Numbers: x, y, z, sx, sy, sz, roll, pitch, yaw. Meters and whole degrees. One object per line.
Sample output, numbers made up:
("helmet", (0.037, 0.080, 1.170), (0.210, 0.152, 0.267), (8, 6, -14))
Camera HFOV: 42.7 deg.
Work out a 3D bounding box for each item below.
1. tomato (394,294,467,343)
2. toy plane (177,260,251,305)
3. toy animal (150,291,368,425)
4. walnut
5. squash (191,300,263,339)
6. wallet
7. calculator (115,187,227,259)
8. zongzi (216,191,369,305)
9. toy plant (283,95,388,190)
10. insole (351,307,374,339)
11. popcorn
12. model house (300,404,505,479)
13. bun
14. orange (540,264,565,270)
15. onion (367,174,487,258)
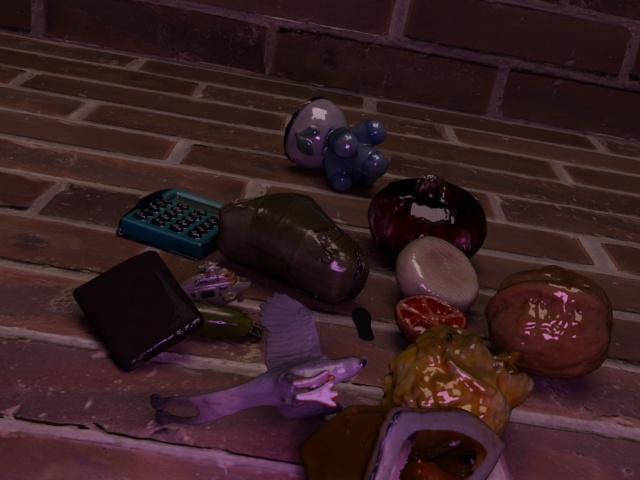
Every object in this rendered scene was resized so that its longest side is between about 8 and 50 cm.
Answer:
("tomato", (0.222, 0.182, 1.710), (0.155, 0.069, 0.156), (11, 32, -7))
("toy plane", (-0.282, 0.101, 1.662), (0.286, 0.108, 0.092), (-9, 29, -12))
("toy animal", (-0.091, 0.218, 1.270), (0.284, 0.225, 0.302), (-18, 3, -26))
("walnut", (0.462, 0.165, 1.673), (0.257, 0.257, 0.225), (14, 56, 9))
("squash", (-0.234, 0.153, 1.595), (0.252, 0.066, 0.066), (8, 24, -5))
("wallet", (-0.339, 0.128, 1.536), (0.182, 0.049, 0.229), (-29, 50, -19))
("calculator", (-0.339, -0.051, 2.016), (0.248, 0.058, 0.274), (17, 26, 16))
("zongzi", (0.000, 0.000, 1.922), (0.356, 0.174, 0.393), (27, 22, 24))
("toy plant", (0.075, -0.275, 2.490), (0.247, 0.247, 0.332), (-15, 38, -44))
("insole", (0.092, 0.178, 1.752), (0.045, 0.002, 0.135), (5, 24, -9))
("popcorn", (0.236, 0.250, 1.418), (0.266, 0.192, 0.233), (-13, 35, -9))
("model house", (0.107, 0.338, 1.244), (0.268, 0.173, 0.239), (12, -16, -30))
("bun", (0.255, 0.093, 1.869), (0.222, 0.127, 0.222), (25, 41, -24))
("orange", (0.580, 0.097, 2.040), (0.085, 0.085, 0.085), (9, 24, -4))
("onion", (0.273, -0.063, 2.075), (0.313, 0.232, 0.314), (7, 24, -3))
